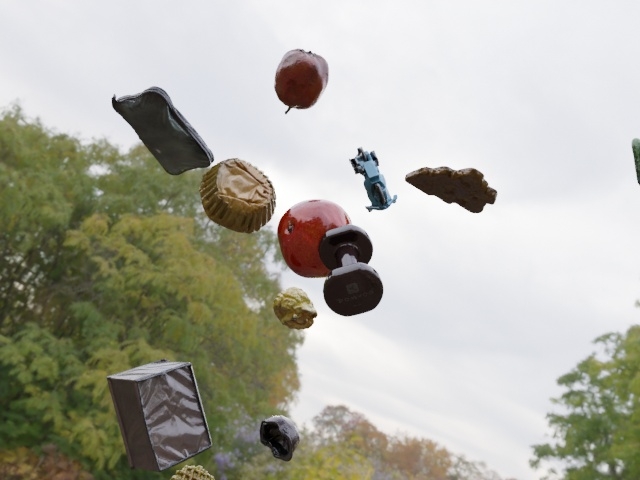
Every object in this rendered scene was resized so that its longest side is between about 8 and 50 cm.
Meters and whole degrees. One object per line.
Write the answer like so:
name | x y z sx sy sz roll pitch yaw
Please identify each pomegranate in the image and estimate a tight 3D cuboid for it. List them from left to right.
pomegranate | 0.000 0.000 1.691 0.221 0.221 0.256 14 -14 34

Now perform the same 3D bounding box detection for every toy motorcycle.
toy motorcycle | 0.192 -0.212 2.223 0.123 0.272 0.182 -20 -34 1

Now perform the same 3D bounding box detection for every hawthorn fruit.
hawthorn fruit | -0.077 -0.575 2.272 0.205 0.205 0.253 24 -61 9

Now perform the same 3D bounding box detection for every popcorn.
popcorn | -0.091 0.255 2.299 0.180 0.170 0.180 4 -47 4

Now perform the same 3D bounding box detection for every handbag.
handbag | -0.478 -0.330 1.877 0.191 0.075 0.332 -9 -43 28

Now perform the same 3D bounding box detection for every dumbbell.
dumbbell | 0.069 0.067 1.454 0.140 0.225 0.124 -17 -60 5

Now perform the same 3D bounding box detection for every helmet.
helmet | -0.094 0.493 1.555 0.123 0.070 0.098 31 -57 29

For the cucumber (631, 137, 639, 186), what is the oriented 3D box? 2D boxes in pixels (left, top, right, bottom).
cucumber | 0.802 -0.188 1.533 0.037 0.155 0.037 -2 -14 -1

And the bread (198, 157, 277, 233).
bread | -0.232 -0.138 1.812 0.240 0.240 0.139 33 -31 -14

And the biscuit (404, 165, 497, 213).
biscuit | 0.415 -0.180 1.968 0.301 0.043 0.278 17 -17 16

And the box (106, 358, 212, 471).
box | -0.416 0.451 1.604 0.153 0.252 0.188 -13 -2 42

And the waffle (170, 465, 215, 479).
waffle | -0.453 0.905 2.226 0.194 0.149 0.051 47 -40 10
